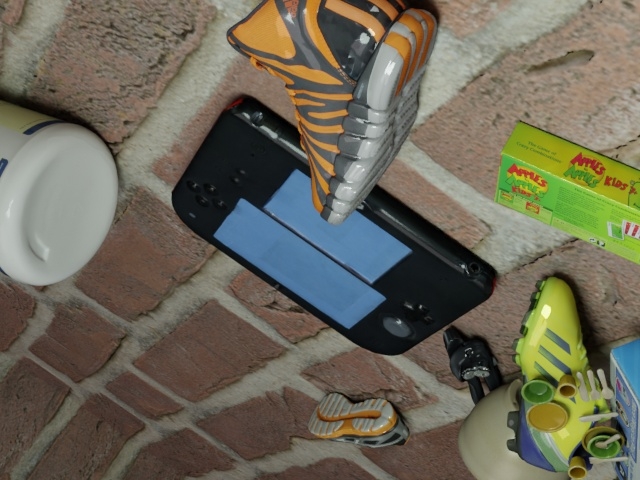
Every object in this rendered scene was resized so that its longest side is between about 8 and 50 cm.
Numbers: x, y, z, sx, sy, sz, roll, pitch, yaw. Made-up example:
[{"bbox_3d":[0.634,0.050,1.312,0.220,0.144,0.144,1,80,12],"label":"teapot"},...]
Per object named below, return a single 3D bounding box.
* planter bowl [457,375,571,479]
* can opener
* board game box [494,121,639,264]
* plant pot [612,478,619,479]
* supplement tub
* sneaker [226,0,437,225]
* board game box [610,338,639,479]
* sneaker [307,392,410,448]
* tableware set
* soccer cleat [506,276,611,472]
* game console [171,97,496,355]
[{"bbox_3d":[0.275,0.247,1.603,0.162,0.162,0.109,28,128,11],"label":"planter bowl"},{"bbox_3d":[0.219,0.184,1.661,0.059,0.073,0.186,-21,139,13],"label":"can opener"},{"bbox_3d":[0.262,-0.040,1.175,0.181,0.043,0.092,25,155,16],"label":"board game box"},{"bbox_3d":[0.505,0.492,1.676,0.254,0.276,0.276,10,149,20],"label":"plant pot"},{"bbox_3d":[-0.482,-0.089,1.754,0.325,0.235,0.235,20,153,27],"label":"supplement tub"},{"bbox_3d":[0.000,-0.154,1.211,0.180,0.124,0.321,32,146,11],"label":"sneaker"},{"bbox_3d":[0.428,0.297,1.353,0.308,0.086,0.302,71,177,-55],"label":"board game box"},{"bbox_3d":[0.061,0.314,2.058,0.083,0.084,0.215,42,154,-31],"label":"sneaker"},{"bbox_3d":[0.290,0.213,1.393,0.104,0.024,0.154,-10,123,18],"label":"tableware set"},{"bbox_3d":[0.287,0.160,1.425,0.121,0.093,0.289,14,131,21],"label":"soccer cleat"},{"bbox_3d":[0.000,0.000,1.556,0.386,0.060,0.342,34,157,-6],"label":"game console"}]
